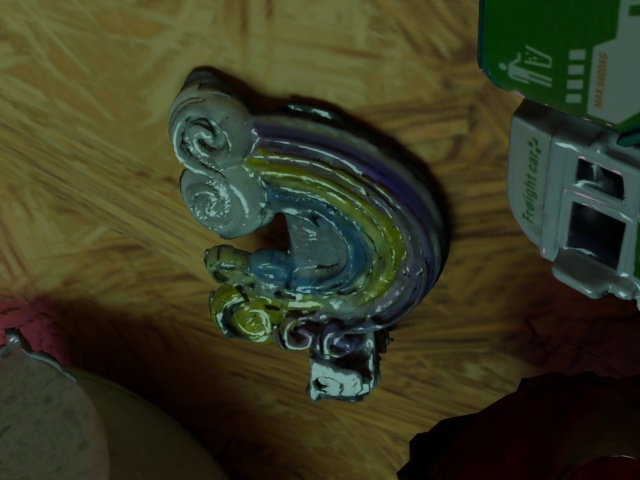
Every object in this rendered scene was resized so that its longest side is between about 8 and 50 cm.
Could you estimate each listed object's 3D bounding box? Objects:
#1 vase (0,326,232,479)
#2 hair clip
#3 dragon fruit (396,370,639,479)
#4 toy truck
[{"bbox_3d":[-0.102,0.262,0.849,0.250,0.250,0.445,0,143,29],"label":"vase"},{"bbox_3d":[0.000,0.000,0.618,0.116,0.049,0.172,-3,131,12],"label":"hair clip"},{"bbox_3d":[0.152,0.192,0.576,0.302,0.295,0.295,10,144,-2],"label":"dragon fruit"},{"bbox_3d":[0.115,-0.080,0.394,0.124,0.114,0.253,25,147,21],"label":"toy truck"}]
